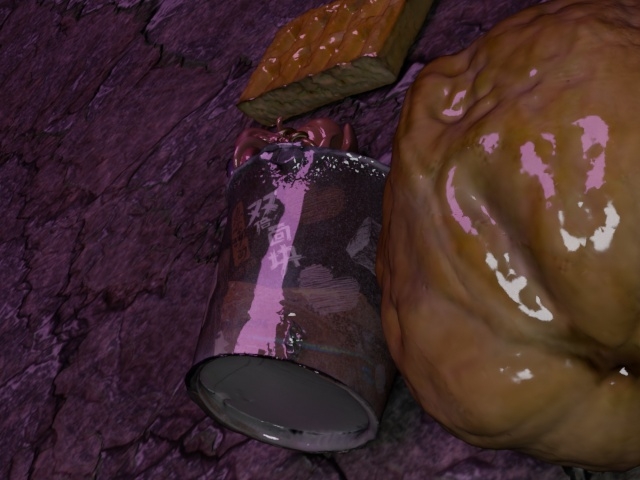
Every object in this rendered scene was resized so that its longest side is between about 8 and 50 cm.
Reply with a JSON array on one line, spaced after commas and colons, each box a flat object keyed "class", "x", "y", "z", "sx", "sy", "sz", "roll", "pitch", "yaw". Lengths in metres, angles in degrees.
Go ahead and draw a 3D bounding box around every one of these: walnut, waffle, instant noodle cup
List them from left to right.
[{"class": "instant noodle cup", "x": -0.009, "y": 0.059, "z": 1.282, "sx": 0.217, "sy": 0.217, "sz": 0.207, "roll": -19, "pitch": 44, "yaw": 44}, {"class": "waffle", "x": 0.023, "y": -0.241, "z": 1.818, "sx": 0.274, "sy": 0.057, "sz": 0.168, "roll": -16, "pitch": 39, "yaw": 47}, {"class": "walnut", "x": 0.181, "y": -0.018, "z": 1.006, "sx": 0.306, "sy": 0.306, "sz": 0.344, "roll": -35, "pitch": 21, "yaw": 24}]

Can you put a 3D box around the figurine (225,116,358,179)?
[{"class": "figurine", "x": -0.037, "y": -0.090, "z": 1.634, "sx": 0.157, "sy": 0.126, "sz": 0.114, "roll": -43, "pitch": 69, "yaw": 12}]
